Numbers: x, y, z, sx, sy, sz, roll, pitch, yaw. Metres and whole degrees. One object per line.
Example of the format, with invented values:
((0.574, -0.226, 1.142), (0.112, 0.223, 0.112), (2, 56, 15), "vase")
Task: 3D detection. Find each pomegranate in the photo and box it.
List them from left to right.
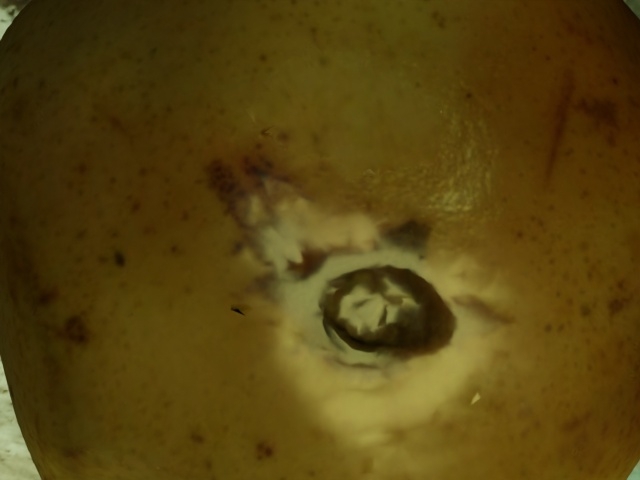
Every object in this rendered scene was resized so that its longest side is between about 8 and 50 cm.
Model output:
((0.000, 0.000, 0.940), (0.416, 0.417, 0.417), (-9, 124, -13), "pomegranate")
